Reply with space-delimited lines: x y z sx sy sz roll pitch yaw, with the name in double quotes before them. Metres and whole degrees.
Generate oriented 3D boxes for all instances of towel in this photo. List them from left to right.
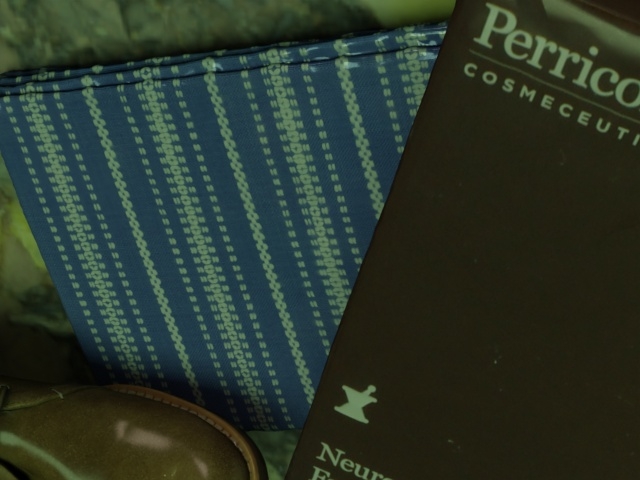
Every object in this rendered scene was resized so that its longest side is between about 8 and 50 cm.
"towel" 0.000 0.000 0.806 0.336 0.040 0.243 -4 120 24

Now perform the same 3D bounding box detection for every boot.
"boot" -0.178 0.121 0.849 0.305 0.115 0.112 9 79 26

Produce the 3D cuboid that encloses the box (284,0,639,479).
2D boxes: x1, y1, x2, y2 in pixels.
"box" 0.112 0.043 0.679 0.191 0.143 0.381 23 126 7
